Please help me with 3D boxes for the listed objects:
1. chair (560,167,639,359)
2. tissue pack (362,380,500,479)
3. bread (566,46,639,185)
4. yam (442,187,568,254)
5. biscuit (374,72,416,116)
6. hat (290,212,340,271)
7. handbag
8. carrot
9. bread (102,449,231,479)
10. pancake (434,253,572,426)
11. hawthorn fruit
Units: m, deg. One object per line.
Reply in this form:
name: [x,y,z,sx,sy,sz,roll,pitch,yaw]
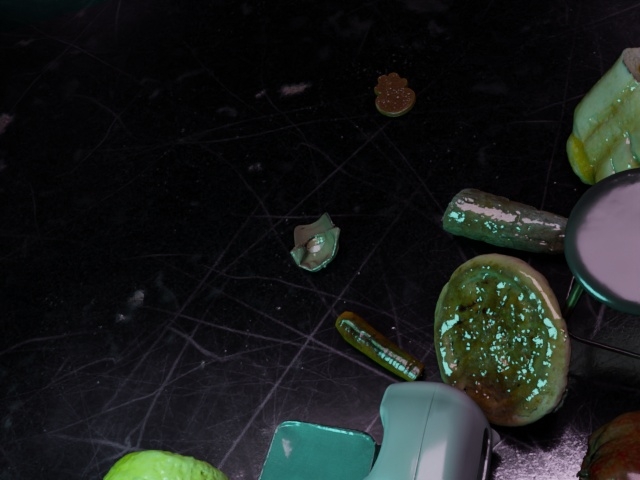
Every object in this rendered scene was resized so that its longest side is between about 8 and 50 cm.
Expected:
chair: [0.683,0.064,1.676,0.362,0.410,0.364,16,74,25]
tissue pack: [0.233,0.471,1.668,0.236,0.229,0.333,2,56,24]
bread: [0.786,-0.267,2.019,0.210,0.341,0.300,-2,56,-25]
yam: [0.487,-0.044,2.031,0.331,0.133,0.133,15,61,21]
biscuit: [0.225,-0.444,2.455,0.124,0.026,0.175,-13,53,5]
hat: [0.000,0.000,2.184,0.147,0.085,0.175,-24,29,11]
handbag: [-0.007,0.546,1.757,0.269,0.100,0.274,1,59,27]
carrot: [0.144,0.259,1.951,0.260,0.070,0.070,32,69,31]
bread: [-0.338,0.615,1.672,0.348,0.348,0.307,6,52,20]
pancake: [0.388,0.229,1.768,0.071,0.382,0.382,-4,40,-40]
hawthorn fruit: [0.647,0.473,1.520,0.325,0.308,0.308,-2,54,3]
